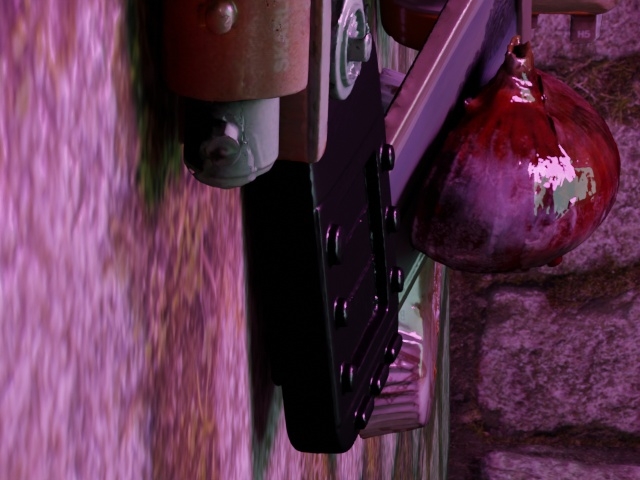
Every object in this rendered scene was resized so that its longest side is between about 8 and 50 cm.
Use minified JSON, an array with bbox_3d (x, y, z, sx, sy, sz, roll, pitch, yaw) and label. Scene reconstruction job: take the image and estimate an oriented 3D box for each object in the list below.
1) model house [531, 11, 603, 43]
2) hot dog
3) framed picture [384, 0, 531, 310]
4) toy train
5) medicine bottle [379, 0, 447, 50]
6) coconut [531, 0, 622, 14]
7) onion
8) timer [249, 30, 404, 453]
[{"bbox_3d":[0.161,-0.306,1.669,0.215,0.224,0.198,86,8,-46],"label":"model house"},{"bbox_3d":[0.047,0.004,1.329,0.144,0.075,0.268,72,23,-59],"label":"hot dog"},{"bbox_3d":[0.061,-0.045,1.159,0.289,0.016,0.213,-61,164,-19],"label":"framed picture"},{"bbox_3d":[-0.025,-0.100,0.647,0.118,0.074,0.176,-58,155,-60],"label":"toy train"},{"bbox_3d":[0.083,-0.265,1.227,0.157,0.157,0.289,-81,170,-53],"label":"medicine bottle"},{"bbox_3d":[0.162,-0.286,1.434,0.247,0.245,0.245,52,3,6],"label":"coconut"},{"bbox_3d":[0.136,-0.044,1.196,0.206,0.098,0.151,-42,153,-55],"label":"onion"},{"bbox_3d":[0.000,0.000,0.953,0.144,0.055,0.187,-59,147,-63],"label":"timer"}]
